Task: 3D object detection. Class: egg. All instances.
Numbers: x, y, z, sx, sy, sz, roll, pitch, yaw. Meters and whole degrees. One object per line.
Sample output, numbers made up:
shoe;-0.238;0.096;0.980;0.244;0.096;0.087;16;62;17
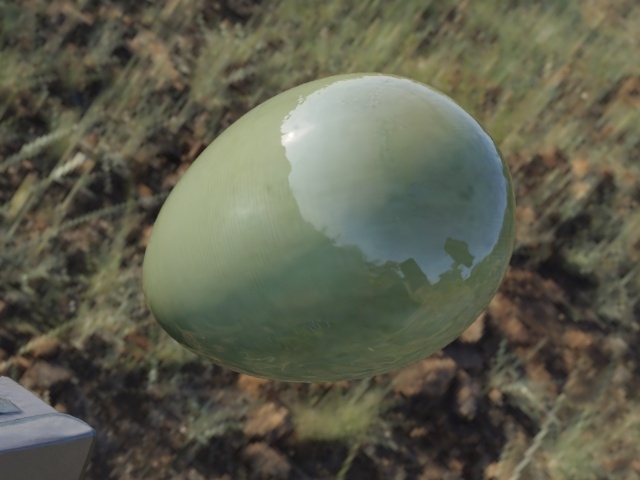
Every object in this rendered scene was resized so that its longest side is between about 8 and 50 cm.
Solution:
egg;0.000;0.000;1.027;0.218;0.295;0.218;49;26;-35

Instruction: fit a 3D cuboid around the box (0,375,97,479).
box;-0.403;0.262;1.526;0.153;0.188;0.252;31;20;29
